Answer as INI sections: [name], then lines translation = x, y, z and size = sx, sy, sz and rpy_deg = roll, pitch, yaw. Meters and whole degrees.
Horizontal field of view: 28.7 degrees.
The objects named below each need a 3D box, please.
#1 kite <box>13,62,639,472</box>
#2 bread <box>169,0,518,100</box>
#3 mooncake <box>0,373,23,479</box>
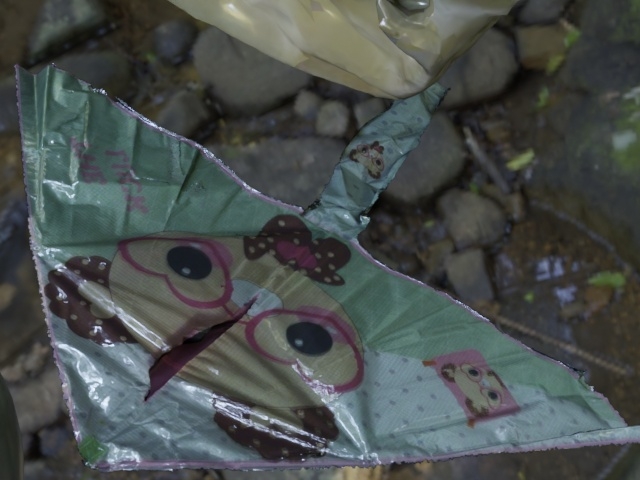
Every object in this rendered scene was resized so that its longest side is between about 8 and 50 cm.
[kite]
translation = 0.001, -0.001, 0.386
size = 0.229, 0.012, 0.250
rpy_deg = 30, 38, 8
[bread]
translation = 0.052, -0.242, 0.389
size = 0.183, 0.236, 0.388
rpy_deg = 27, 96, -3
[mooncake]
translation = -0.222, 0.091, 0.373
size = 0.275, 0.135, 0.275
rpy_deg = 12, 32, -8
